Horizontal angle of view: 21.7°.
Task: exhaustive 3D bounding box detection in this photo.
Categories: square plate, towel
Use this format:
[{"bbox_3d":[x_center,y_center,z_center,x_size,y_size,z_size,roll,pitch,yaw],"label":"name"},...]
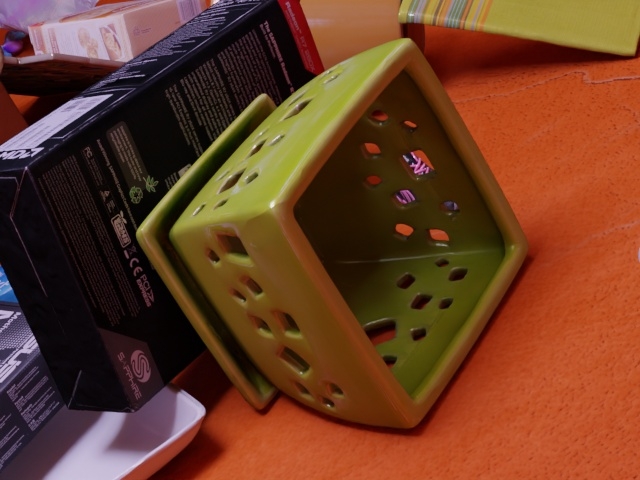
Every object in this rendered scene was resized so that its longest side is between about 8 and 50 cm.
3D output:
[{"bbox_3d":[-0.296,0.210,1.443,0.347,0.049,0.344,-38,30,-16],"label":"square plate"},{"bbox_3d":[0.200,-0.227,1.649,0.237,0.021,0.102,11,46,13],"label":"towel"}]

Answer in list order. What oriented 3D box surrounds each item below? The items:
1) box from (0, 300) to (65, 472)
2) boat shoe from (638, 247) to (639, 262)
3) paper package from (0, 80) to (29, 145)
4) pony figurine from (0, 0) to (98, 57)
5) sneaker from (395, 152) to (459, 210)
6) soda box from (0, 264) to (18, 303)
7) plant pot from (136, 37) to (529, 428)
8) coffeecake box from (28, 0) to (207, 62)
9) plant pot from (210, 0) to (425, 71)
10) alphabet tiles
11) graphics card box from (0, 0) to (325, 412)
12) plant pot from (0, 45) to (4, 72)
[{"bbox_3d":[-0.345,0.159,1.455,0.216,0.060,0.270,3,41,45],"label":"box"},{"bbox_3d":[0.297,-0.033,1.251,0.118,0.103,0.320,-10,33,32],"label":"boat shoe"},{"bbox_3d":[-0.519,-0.039,1.918,0.325,0.168,0.309,-4,38,33],"label":"paper package"},{"bbox_3d":[-0.488,-0.345,2.297,0.363,0.303,0.351,-28,-9,-32],"label":"pony figurine"},{"bbox_3d":[0.089,-0.055,1.525,0.047,0.057,0.119,-36,30,-18],"label":"sneaker"},{"bbox_3d":[-0.263,0.044,1.661,0.210,0.071,0.067,-29,28,0],"label":"soda box"},{"bbox_3d":[0.000,0.000,1.349,0.207,0.227,0.228,-7,34,44],"label":"plant pot"},{"bbox_3d":[-0.253,-0.262,2.116,0.185,0.068,0.142,0,18,42],"label":"coffeecake box"},{"bbox_3d":[0.006,-0.215,1.742,0.188,0.205,0.205,-1,36,15],"label":"plant pot"},{"bbox_3d":[-0.378,-0.201,2.044,0.342,0.011,0.285,-3,-2,40],"label":"alphabet tiles"},{"bbox_3d":[-0.117,-0.044,1.451,0.094,0.233,0.371,-2,29,39],"label":"graphics card box"},{"bbox_3d":[-0.452,-0.153,1.821,0.236,0.032,0.236,-23,34,17],"label":"plant pot"}]
